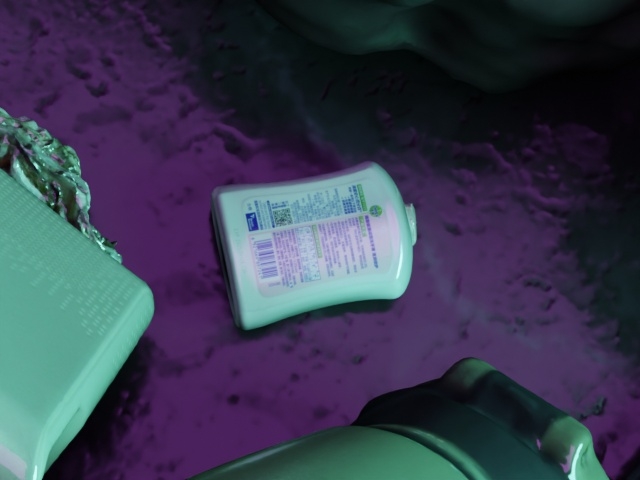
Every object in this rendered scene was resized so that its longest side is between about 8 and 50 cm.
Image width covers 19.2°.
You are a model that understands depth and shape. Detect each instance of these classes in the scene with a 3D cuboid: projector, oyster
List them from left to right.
[{"bbox_3d":[-0.193,0.057,0.777,0.177,0.242,0.163,38,108,-3],"label":"projector"},{"bbox_3d":[-0.166,-0.007,0.915,0.125,0.064,0.177,-27,93,6],"label":"oyster"}]

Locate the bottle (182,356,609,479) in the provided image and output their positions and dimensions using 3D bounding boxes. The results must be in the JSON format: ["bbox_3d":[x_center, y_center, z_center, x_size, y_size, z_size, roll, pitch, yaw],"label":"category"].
[{"bbox_3d":[-0.002,0.162,0.777,0.347,0.168,0.168,-22,79,-48],"label":"bottle"}]

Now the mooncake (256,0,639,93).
[{"bbox_3d":[0.087,-0.256,0.903,0.381,0.212,0.350,-39,89,-13],"label":"mooncake"}]

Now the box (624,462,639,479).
[{"bbox_3d":[0.247,0.128,0.923,0.160,0.050,0.230,43,78,5],"label":"box"}]

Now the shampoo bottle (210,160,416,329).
[{"bbox_3d":[0.000,0.000,0.932,0.099,0.043,0.072,-11,81,-7],"label":"shampoo bottle"}]
